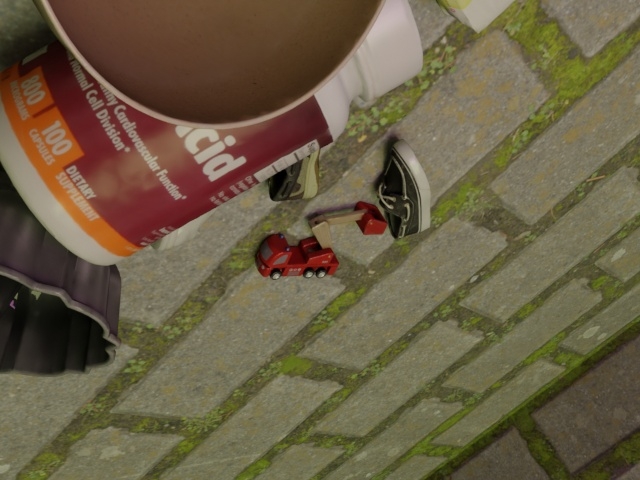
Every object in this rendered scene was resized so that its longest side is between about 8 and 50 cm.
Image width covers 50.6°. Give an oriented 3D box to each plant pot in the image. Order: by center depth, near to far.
[{"bbox_3d":[-0.101,-0.245,0.482,0.284,0.191,0.284,-24,130,-31],"label":"plant pot"}]

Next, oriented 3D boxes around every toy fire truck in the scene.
[{"bbox_3d":[0.000,0.000,1.098,0.192,0.047,0.135,0,134,-32],"label":"toy fire truck"}]

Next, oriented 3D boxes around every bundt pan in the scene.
[{"bbox_3d":[-0.379,0.040,0.767,0.330,0.124,0.331,5,149,3],"label":"bundt pan"}]

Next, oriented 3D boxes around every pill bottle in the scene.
[{"bbox_3d":[-0.109,-0.159,0.694,0.392,0.224,0.224,-30,143,1],"label":"pill bottle"}]

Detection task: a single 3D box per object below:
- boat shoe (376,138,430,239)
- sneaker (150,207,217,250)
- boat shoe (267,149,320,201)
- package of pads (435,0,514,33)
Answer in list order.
[{"bbox_3d":[0.129,-0.070,1.075,0.070,0.078,0.219,-27,145,-4],"label":"boat shoe"},{"bbox_3d":[-0.162,-0.074,0.898,0.094,0.080,0.212,-10,148,-41],"label":"sneaker"},{"bbox_3d":[-0.046,-0.126,0.895,0.073,0.080,0.224,-24,148,-14],"label":"boat shoe"},{"bbox_3d":[0.172,-0.386,0.712,0.229,0.101,0.296,-41,141,15],"label":"package of pads"}]
